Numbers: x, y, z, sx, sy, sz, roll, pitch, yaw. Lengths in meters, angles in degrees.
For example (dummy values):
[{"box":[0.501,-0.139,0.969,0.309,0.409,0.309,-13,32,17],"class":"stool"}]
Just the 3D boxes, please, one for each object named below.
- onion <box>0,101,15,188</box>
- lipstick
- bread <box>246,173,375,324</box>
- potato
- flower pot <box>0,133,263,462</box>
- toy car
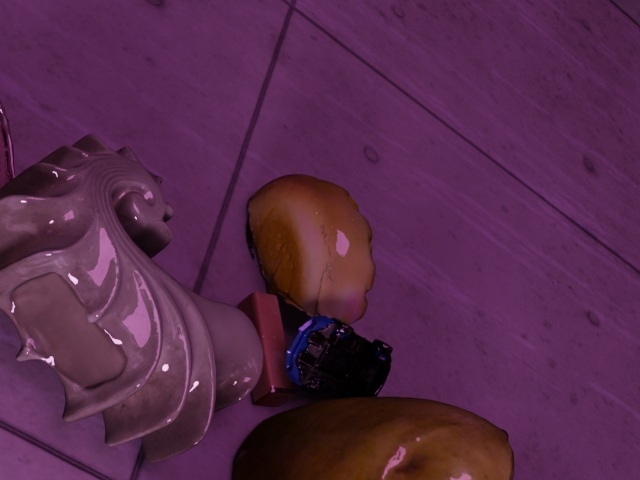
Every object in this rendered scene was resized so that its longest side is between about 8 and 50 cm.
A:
[{"box":[-0.453,-0.108,1.166,0.247,0.111,0.250,55,24,-49],"class":"onion"},{"box":[-0.072,0.143,1.379,0.045,0.045,0.145,11,54,-36],"class":"lipstick"},{"box":[0.008,0.006,1.474,0.158,0.156,0.261,5,58,-40],"class":"bread"},{"box":[0.056,0.281,1.215,0.212,0.280,0.330,36,43,-21],"class":"potato"},{"box":[-0.223,0.072,1.183,0.368,0.164,0.254,57,28,-11],"class":"flower pot"},{"box":[0.026,0.162,1.399,0.063,0.103,0.216,26,-4,34],"class":"toy car"}]
